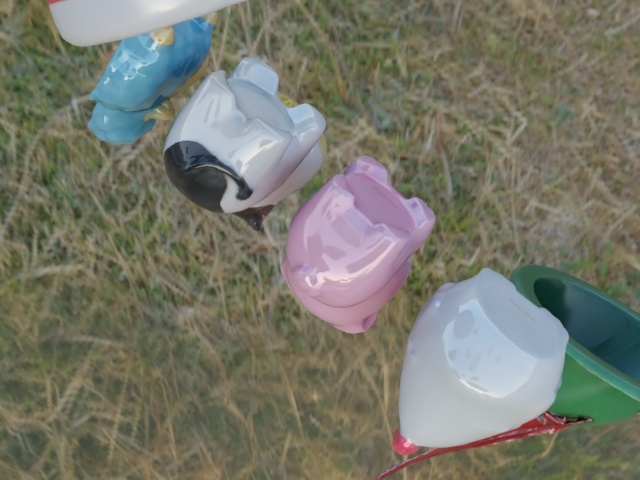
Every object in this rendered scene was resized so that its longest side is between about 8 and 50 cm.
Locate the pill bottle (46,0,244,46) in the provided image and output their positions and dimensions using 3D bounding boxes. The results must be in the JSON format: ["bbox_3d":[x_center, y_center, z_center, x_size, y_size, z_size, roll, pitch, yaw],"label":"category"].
[{"bbox_3d":[-0.100,-0.272,0.614,0.176,0.176,0.318,-21,105,-9],"label":"pill bottle"}]

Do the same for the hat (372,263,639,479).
[{"bbox_3d":[0.171,0.137,0.971,0.208,0.173,0.183,28,111,-7],"label":"hat"}]

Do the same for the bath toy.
[{"bbox_3d":[0.000,0.000,0.783,0.348,0.151,0.129,43,118,12],"label":"bath toy"}]
